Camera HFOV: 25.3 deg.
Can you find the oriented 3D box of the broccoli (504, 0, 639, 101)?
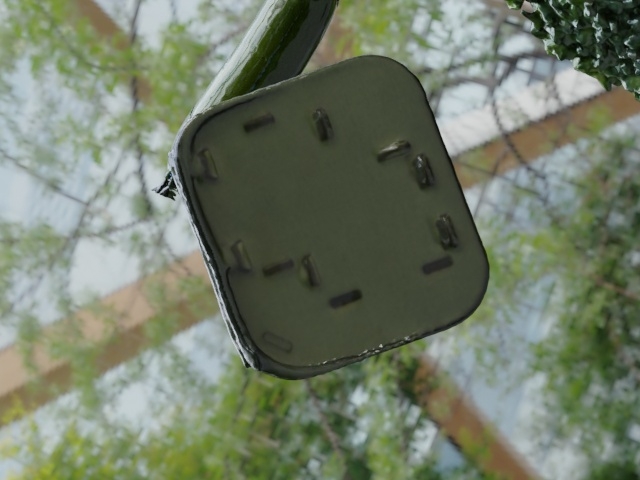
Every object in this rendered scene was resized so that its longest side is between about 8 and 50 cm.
[{"bbox_3d":[0.235,-0.306,1.164,0.317,0.338,0.277,-71,3,-53],"label":"broccoli"}]

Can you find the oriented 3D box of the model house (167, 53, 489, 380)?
[{"bbox_3d":[0.000,0.000,1.178,0.279,0.204,0.218,115,136,-81],"label":"model house"}]

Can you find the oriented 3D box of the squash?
[{"bbox_3d":[-0.081,-0.174,1.616,0.331,0.087,0.087,-54,-24,13],"label":"squash"}]
